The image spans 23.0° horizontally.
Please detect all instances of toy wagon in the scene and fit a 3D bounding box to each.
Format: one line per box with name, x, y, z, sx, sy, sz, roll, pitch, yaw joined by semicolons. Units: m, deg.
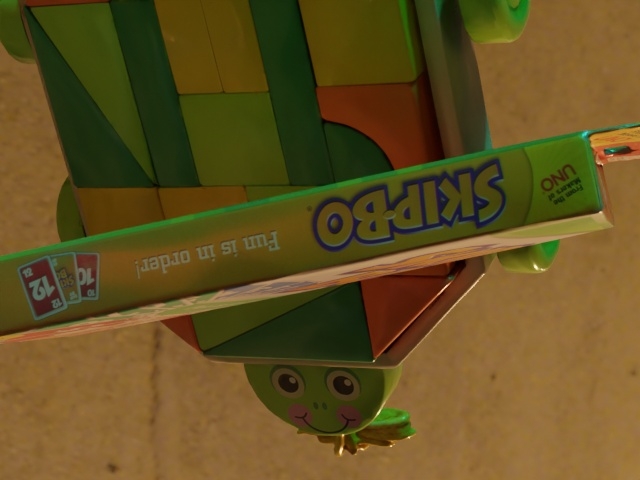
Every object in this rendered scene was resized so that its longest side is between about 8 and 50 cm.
toy wagon;-0.017;-0.027;0.786;0.068;0.267;0.344;-49;133;-53

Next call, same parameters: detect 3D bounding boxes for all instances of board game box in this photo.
board game box;0.000;0.000;0.587;0.124;0.260;0.039;6;70;-77
